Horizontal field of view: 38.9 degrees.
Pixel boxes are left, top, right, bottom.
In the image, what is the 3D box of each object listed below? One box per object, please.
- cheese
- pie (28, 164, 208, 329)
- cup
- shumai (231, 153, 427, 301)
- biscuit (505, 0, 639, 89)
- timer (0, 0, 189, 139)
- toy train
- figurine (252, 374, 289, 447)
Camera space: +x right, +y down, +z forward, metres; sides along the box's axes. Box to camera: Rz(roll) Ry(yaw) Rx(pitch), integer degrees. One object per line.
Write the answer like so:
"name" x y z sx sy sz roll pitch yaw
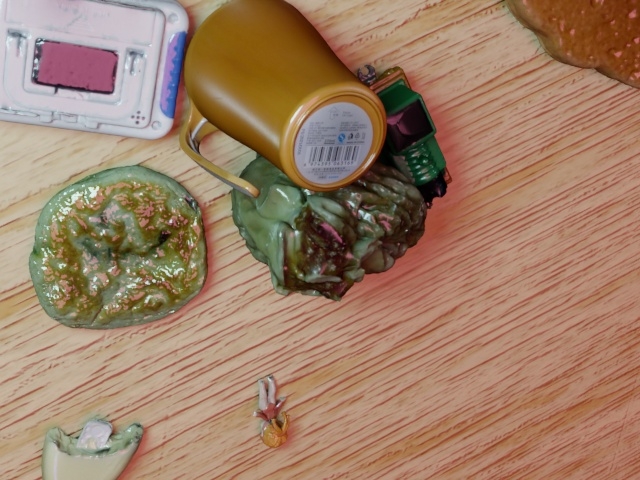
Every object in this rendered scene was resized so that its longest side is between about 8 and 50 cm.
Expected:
"cheese" -0.349 0.349 1.271 0.127 0.050 0.235 20 103 -26
"pie" -0.257 0.018 1.178 0.241 0.054 0.240 -7 110 -18
"cup" -0.056 -0.155 1.072 0.226 0.264 0.182 -46 132 3
"shumai" 0.000 -0.001 1.136 0.256 0.218 0.189 8 121 6
"biscuit" 0.441 -0.390 1.252 0.455 0.078 0.349 29 95 -26
"timer" -0.289 -0.217 1.067 0.254 0.078 0.178 4 108 -21
"toy train" 0.110 -0.129 1.202 0.091 0.136 0.227 -31 114 -6
"figurine" -0.073 0.254 1.334 0.064 0.047 0.109 -19 110 -37
